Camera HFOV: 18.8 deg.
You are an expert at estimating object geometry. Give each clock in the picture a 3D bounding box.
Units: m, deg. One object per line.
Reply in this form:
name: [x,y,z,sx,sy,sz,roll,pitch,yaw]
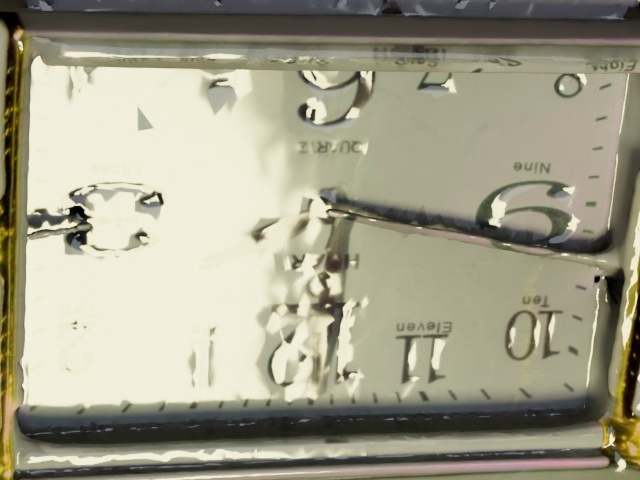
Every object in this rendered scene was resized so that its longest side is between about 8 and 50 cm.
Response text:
clock: [0.000,0.000,0.594,0.253,0.083,0.186,0,110,-14]
